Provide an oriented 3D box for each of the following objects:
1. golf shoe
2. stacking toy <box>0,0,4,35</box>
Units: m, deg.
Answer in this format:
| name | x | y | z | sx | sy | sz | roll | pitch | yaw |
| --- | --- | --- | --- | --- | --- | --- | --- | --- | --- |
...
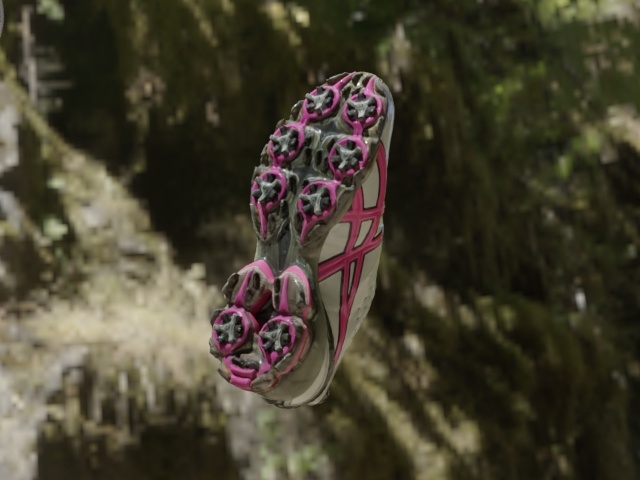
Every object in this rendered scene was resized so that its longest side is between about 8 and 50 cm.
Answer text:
| name | x | y | z | sx | sy | sz | roll | pitch | yaw |
| --- | --- | --- | --- | --- | --- | --- | --- | --- | --- |
| golf shoe | 0.000 | 0.000 | 1.014 | 0.067 | 0.186 | 0.086 | 15 | -9 | 34 |
| stacking toy | -0.357 | -0.086 | 1.332 | 0.141 | 0.141 | 0.330 | 12 | -40 | -33 |
